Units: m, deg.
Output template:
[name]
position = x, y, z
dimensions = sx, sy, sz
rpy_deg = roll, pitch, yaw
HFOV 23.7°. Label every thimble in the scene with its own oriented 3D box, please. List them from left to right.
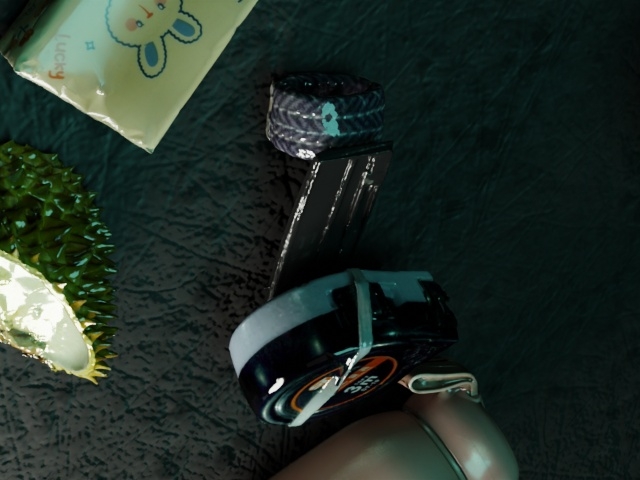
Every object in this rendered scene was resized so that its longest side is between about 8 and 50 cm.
[thimble]
position = 0.007, -0.111, 1.358
dimensions = 0.104, 0.095, 0.066
rpy_deg = 1, 112, -14

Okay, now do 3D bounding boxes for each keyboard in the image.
[keyboard]
position = 0.000, 0.000, 1.396
dimensions = 0.087, 0.017, 0.250
rpy_deg = -11, 145, -24

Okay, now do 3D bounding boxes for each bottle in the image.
[bottle]
position = 0.050, 0.255, 1.518
dimensions = 0.297, 0.173, 0.206
rpy_deg = -33, 116, -11

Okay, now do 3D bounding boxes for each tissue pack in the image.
[tissue pack]
position = -0.145, -0.191, 1.235
dimensions = 0.148, 0.092, 0.196
rpy_deg = 31, 96, -36

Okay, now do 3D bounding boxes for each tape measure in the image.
[tape measure]
position = 0.009, 0.097, 1.422
dimensions = 0.182, 0.107, 0.181
rpy_deg = -35, 153, 28

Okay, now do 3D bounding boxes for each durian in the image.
[durian]
position = -0.246, 0.014, 1.296
dimensions = 0.139, 0.144, 0.252
rpy_deg = -12, 136, 20
